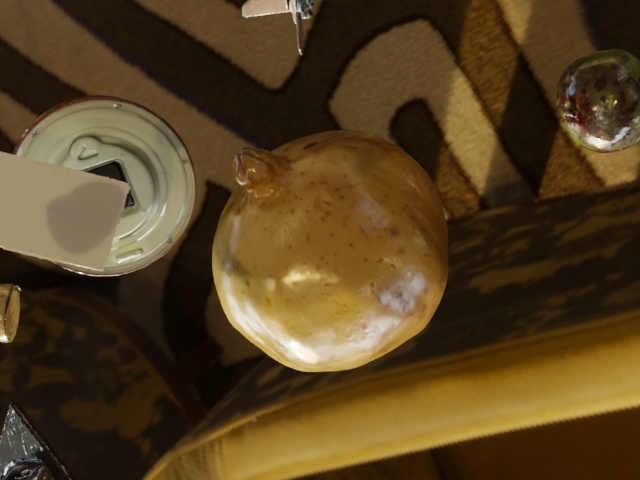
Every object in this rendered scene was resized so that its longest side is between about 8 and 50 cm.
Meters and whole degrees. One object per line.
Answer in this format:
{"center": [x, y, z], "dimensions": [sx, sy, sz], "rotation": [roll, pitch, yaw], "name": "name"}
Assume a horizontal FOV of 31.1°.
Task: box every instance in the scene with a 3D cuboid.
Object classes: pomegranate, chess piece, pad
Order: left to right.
{"center": [-0.394, 0.072, 1.255], "dimensions": [0.122, 0.066, 0.066], "rotation": [7, 117, -1], "name": "chess piece"}
{"center": [-0.420, -0.046, 1.761], "dimensions": [0.232, 0.156, 0.004], "rotation": [14, 158, 0], "name": "pad"}
{"center": [0.000, 0.000, 1.749], "dimensions": [0.410, 0.410, 0.410], "rotation": [11, 117, 23], "name": "pomegranate"}
{"center": [0.405, -0.192, 1.590], "dimensions": [0.148, 0.169, 0.148], "rotation": [-3, 86, 46], "name": "pomegranate"}

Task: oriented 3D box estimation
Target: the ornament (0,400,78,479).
{"center": [-0.352, 0.286, 1.105], "dimensions": [0.153, 0.196, 0.166], "rotation": [45, 129, 29], "name": "ornament"}

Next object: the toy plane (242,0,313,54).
{"center": [-0.032, -0.374, 1.227], "dimensions": [0.104, 0.223, 0.326], "rotation": [2, 126, 0], "name": "toy plane"}

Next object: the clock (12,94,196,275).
{"center": [-0.371, -0.089, 1.962], "dimensions": [0.318, 0.080, 0.318], "rotation": [-3, 111, -8], "name": "clock"}
